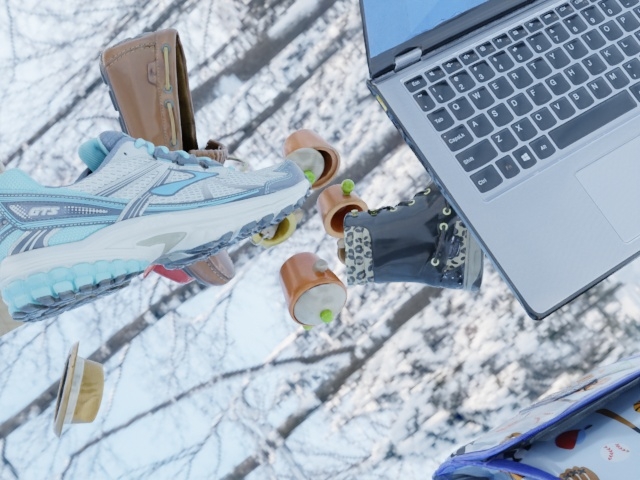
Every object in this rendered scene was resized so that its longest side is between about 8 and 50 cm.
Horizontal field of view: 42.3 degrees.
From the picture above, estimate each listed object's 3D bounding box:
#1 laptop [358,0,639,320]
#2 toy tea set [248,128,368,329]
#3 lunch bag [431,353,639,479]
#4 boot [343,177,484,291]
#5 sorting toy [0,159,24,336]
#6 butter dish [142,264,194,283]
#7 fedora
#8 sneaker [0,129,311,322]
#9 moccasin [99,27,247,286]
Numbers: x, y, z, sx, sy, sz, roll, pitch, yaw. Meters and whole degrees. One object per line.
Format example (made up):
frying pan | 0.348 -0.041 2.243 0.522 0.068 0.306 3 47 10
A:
laptop | 0.246 -0.219 0.692 0.407 0.382 0.236 57 161 12
toy tea set | 0.000 0.000 1.201 0.124 0.200 0.336 59 180 44
lunch bag | 0.363 0.270 0.920 0.386 0.328 0.238 14 117 53
boot | 0.118 -0.049 1.064 0.085 0.179 0.236 53 -144 -77
sorting toy | -0.506 0.021 1.167 0.257 0.256 0.089 62 -173 -3
butter dish | -0.213 0.014 1.414 0.118 0.160 0.160 39 -169 -11
fedora | -0.473 0.298 1.634 0.079 0.194 0.194 13 -155 -19
sneaker | -0.127 -0.039 0.661 0.283 0.110 0.122 -21 -93 -40
moccasin | -0.191 -0.115 1.202 0.139 0.147 0.379 -71 -34 -80
